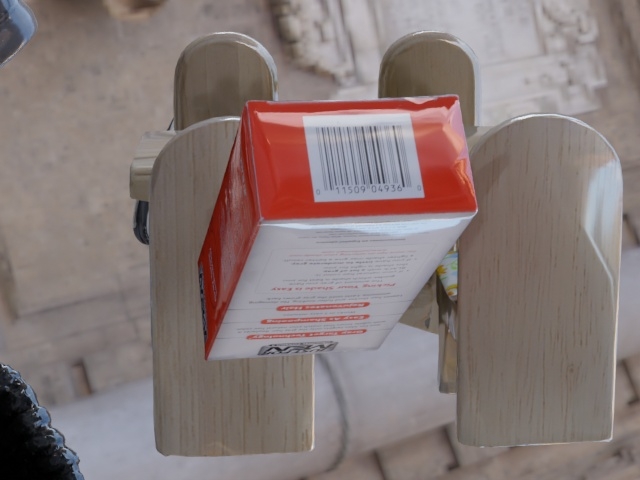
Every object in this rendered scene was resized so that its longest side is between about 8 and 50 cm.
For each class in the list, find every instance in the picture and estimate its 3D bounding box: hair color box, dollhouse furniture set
[{"bbox_3d":[0.000,0.000,0.514,0.141,0.072,0.043,117,-32,-65],"label":"hair color box"},{"bbox_3d":[0.101,-0.077,0.776,0.362,0.394,0.256,-103,-167,-76],"label":"dollhouse furniture set"}]

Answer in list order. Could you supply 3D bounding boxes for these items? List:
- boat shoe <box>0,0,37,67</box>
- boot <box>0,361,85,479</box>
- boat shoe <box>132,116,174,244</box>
[{"bbox_3d":[-0.321,-0.056,0.981,0.335,0.095,0.112,-45,-143,12],"label":"boat shoe"},{"bbox_3d":[-0.241,0.249,1.156,0.260,0.348,0.131,-38,-154,34],"label":"boot"},{"bbox_3d":[-0.100,-0.054,1.049,0.038,0.046,0.125,4,-103,52],"label":"boat shoe"}]
